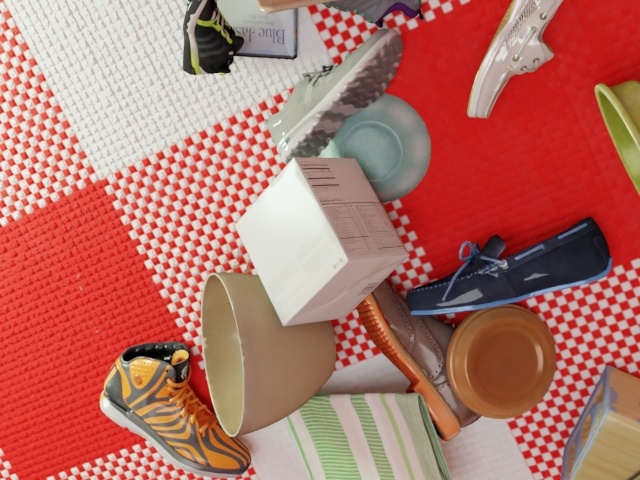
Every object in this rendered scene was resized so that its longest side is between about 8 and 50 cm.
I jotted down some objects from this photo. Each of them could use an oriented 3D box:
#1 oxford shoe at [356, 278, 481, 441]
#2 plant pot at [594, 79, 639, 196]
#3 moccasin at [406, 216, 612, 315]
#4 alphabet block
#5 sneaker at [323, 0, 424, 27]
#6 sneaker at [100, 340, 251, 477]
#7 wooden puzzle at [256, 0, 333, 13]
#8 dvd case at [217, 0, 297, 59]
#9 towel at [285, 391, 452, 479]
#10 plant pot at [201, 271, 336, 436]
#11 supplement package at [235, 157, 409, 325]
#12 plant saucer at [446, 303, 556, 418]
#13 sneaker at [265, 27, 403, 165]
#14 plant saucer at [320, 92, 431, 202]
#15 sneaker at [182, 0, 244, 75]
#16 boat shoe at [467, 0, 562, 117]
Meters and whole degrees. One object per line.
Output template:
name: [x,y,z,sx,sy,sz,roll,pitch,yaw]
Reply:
oxford shoe: [0.168,0.164,1.922,0.133,0.130,0.363,-33,93,-9]
plant pot: [0.583,-0.162,1.627,0.254,0.276,0.276,-26,100,10]
moccasin: [0.305,0.043,1.835,0.342,0.138,0.116,-14,91,2]
alphabet block: [0.529,0.358,1.832,0.197,0.192,0.193,23,114,6]
sneaker: [0.055,-0.384,1.773,0.224,0.083,0.098,-3,113,13]
sneaker: [-0.255,0.308,2.058,0.321,0.124,0.180,28,113,5]
wooden puzzle: [-0.017,-0.467,1.699,0.221,0.044,0.238,-13,76,-12]
dvd case: [-0.126,-0.433,1.837,0.180,0.022,0.253,5,109,13]
towel: [0.084,0.386,1.973,0.325,0.038,0.248,-7,108,43]
plant pot: [-0.083,0.188,1.922,0.191,0.284,0.284,-5,110,-20]
supplement package: [0.000,0.000,1.815,0.194,0.149,0.203,-46,61,37]
plant saucer: [0.312,0.205,1.866,0.200,0.037,0.200,0,91,-15]
sneaker: [0.013,-0.255,1.813,0.281,0.105,0.115,-43,64,10]
plant saucer: [0.089,-0.153,1.864,0.195,0.037,0.195,5,109,13]
sneaker: [-0.170,-0.345,1.784,0.097,0.234,0.084,8,67,-4]
boat shoe: [0.319,-0.304,1.720,0.096,0.098,0.277,27,111,6]
